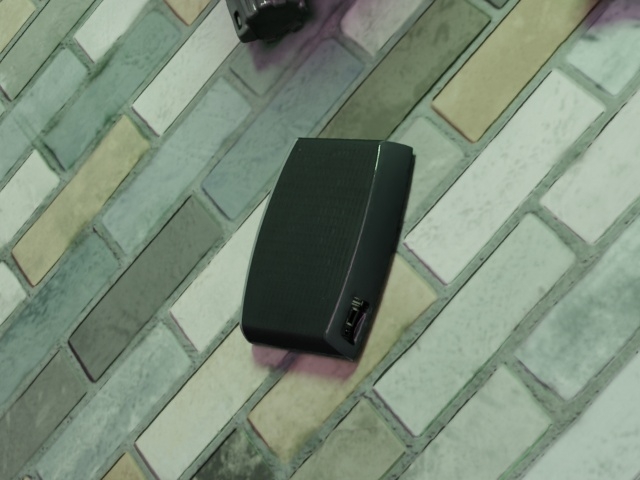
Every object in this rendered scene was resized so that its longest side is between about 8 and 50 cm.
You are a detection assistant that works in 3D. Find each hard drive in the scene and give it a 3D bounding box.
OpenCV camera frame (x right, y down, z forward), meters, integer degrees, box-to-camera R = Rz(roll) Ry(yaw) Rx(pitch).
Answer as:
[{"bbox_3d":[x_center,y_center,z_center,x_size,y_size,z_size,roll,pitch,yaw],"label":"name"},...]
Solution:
[{"bbox_3d":[0.000,0.000,1.493,0.172,0.054,0.254,6,73,38],"label":"hard drive"}]

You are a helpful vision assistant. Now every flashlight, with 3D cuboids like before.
[{"bbox_3d":[-0.088,-0.400,1.717,0.103,0.103,0.304,-58,43,47],"label":"flashlight"}]
